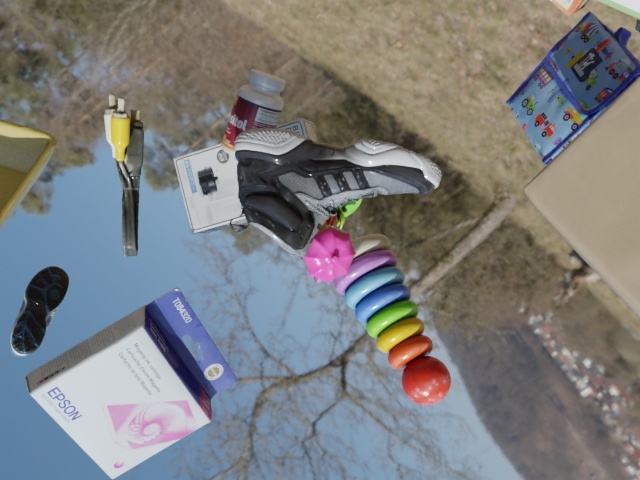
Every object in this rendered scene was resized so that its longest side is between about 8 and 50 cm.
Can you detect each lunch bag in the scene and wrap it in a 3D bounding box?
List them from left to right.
[{"bbox_3d":[0.571,-0.328,1.694,0.138,0.293,0.221,10,-138,-28],"label":"lunch bag"}]

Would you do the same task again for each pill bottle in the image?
[{"bbox_3d":[-0.117,-0.222,1.401,0.086,0.152,0.086,19,-164,-6],"label":"pill bottle"}]

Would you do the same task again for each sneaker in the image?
[{"bbox_3d":[-0.594,0.146,1.637,0.080,0.081,0.211,31,-126,-18],"label":"sneaker"},{"bbox_3d":[0.015,-0.051,1.007,0.101,0.268,0.153,105,173,-83],"label":"sneaker"}]

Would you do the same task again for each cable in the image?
[{"bbox_3d":[-0.360,-0.118,1.418,0.139,0.072,0.287,-156,70,-72],"label":"cable"}]

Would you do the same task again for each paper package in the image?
[{"bbox_3d":[0.563,-0.064,1.292,0.325,0.309,0.168,53,-160,25],"label":"paper package"}]

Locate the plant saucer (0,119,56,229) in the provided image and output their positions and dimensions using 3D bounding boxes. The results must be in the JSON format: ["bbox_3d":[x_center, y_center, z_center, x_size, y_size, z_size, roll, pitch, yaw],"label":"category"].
[{"bbox_3d":[-0.589,-0.046,1.127,0.333,0.333,0.081,16,148,12],"label":"plant saucer"}]

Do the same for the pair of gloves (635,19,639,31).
[{"bbox_3d":[0.541,-0.467,1.311,0.042,0.204,0.240,12,-175,33],"label":"pair of gloves"}]

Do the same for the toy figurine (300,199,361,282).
[{"bbox_3d":[0.000,0.000,1.211,0.130,0.173,0.159,8,-131,-13],"label":"toy figurine"}]

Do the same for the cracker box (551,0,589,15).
[{"bbox_3d":[0.427,-0.550,1.437,0.232,0.067,0.156,47,145,12],"label":"cracker box"}]

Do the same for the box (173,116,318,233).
[{"bbox_3d":[-0.138,-0.130,1.610,0.087,0.290,0.169,-3,-101,-76],"label":"box"}]

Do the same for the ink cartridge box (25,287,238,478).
[{"bbox_3d":[-0.355,0.295,1.573,0.071,0.330,0.324,52,170,49],"label":"ink cartridge box"}]

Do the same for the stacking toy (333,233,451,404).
[{"bbox_3d":[0.134,0.157,1.472,0.330,0.141,0.141,63,-169,20],"label":"stacking toy"}]

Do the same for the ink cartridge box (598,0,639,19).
[{"bbox_3d":[0.405,-0.321,0.820,0.171,0.235,0.056,13,-117,-26],"label":"ink cartridge box"}]
